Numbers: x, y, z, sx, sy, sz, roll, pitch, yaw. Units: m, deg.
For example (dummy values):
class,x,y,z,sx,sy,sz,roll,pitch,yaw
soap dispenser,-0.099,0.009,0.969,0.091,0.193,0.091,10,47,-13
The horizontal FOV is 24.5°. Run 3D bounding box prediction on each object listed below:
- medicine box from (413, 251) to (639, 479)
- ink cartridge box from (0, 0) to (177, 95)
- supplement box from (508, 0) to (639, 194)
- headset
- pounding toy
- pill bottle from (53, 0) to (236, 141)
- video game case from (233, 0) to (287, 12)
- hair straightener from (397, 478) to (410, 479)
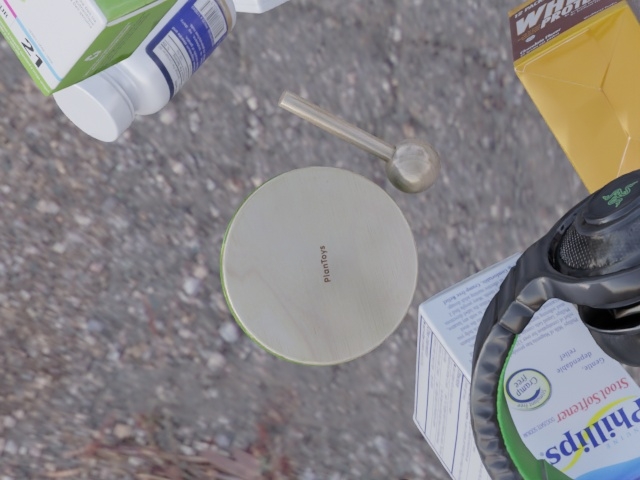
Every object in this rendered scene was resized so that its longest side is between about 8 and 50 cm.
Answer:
class,x,y,z,sx,sy,sz,roll,pitch,yaw
medicine box,0.238,0.210,1.621,0.149,0.263,0.289,-27,59,-16
ink cartridge box,-0.183,-0.256,1.124,0.097,0.255,0.189,-34,89,-36
supplement box,0.303,-0.169,1.562,0.129,0.194,0.191,-29,109,17
headset,0.261,0.029,0.921,0.243,0.185,0.394,33,118,-10
pounding toy,0.000,0.000,1.391,0.183,0.110,0.237,19,84,-8
pill bottle,-0.181,-0.193,1.486,0.112,0.112,0.187,31,64,16
video game case,-0.099,-0.338,1.861,0.204,0.025,0.285,-32,30,-35
hair straightener,0.137,0.308,1.352,0.089,0.047,0.230,-49,58,18
